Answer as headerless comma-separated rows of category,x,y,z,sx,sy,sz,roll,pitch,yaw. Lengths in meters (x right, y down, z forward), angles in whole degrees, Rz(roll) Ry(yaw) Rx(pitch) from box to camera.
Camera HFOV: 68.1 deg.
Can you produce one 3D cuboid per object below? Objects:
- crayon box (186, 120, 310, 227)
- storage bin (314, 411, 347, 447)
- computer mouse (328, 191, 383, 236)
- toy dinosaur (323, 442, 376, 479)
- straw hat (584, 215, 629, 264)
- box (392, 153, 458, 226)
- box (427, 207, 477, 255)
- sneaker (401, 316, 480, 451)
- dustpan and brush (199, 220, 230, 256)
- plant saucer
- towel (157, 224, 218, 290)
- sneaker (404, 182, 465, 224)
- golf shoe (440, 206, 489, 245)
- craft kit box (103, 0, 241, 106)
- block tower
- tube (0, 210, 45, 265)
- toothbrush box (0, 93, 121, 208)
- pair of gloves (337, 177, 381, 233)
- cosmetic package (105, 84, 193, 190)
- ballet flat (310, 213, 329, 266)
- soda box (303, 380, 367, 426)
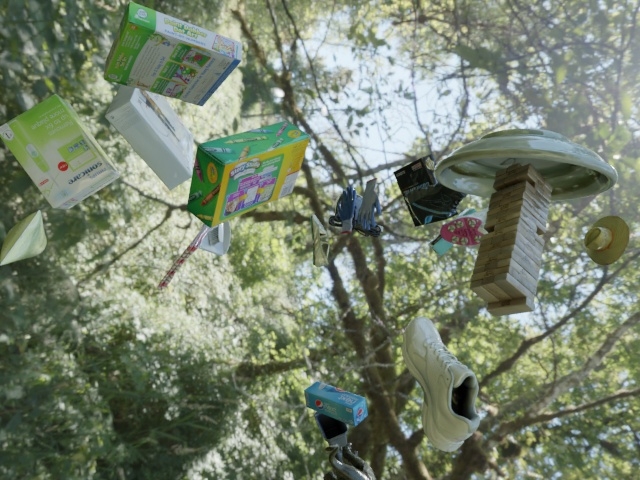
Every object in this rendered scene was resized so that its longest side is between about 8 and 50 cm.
crayon box,-0.155,-0.154,1.055,0.081,0.278,0.165,38,-51,19
storage bin,0.047,0.635,1.585,0.135,0.098,0.091,-131,-155,-61
computer mouse,0.121,-0.111,1.685,0.272,0.189,0.072,-93,-161,-64
toy dinosaur,0.080,0.523,1.009,0.160,0.121,0.313,43,-38,41
straw hat,0.763,-0.005,1.302,0.144,0.061,0.144,-174,-90,-73
box,0.474,-0.223,2.183,0.293,0.073,0.295,66,-18,-3
box,0.591,-0.040,2.091,0.060,0.244,0.100,47,4,-4
sneaker,0.216,0.225,0.808,0.115,0.091,0.232,-55,-141,45
dustpan and brush,-0.342,-0.064,1.604,0.147,0.060,0.211,30,56,-62
plant saucer,0.482,-0.185,1.138,0.400,0.401,0.100,171,-71,-73
towel,-0.350,0.039,1.248,0.197,0.029,0.144,-45,-167,30
sneaker,0.462,-0.161,1.674,0.341,0.125,0.139,-23,-91,51
golf shoe,0.597,-0.060,1.773,0.140,0.307,0.115,-82,161,-72
craft kit box,-0.346,-0.414,1.097,0.250,0.247,0.060,-19,-109,53
block tower,0.399,-0.013,0.983,0.091,0.097,0.335,-24,-143,52
tube,-0.485,-0.003,0.777,0.240,0.062,0.070,-1,-81,60
toothbrush box,-0.803,-0.268,1.469,0.283,0.206,0.122,57,-7,-7
pair of gloves,0.114,-0.100,1.436,0.198,0.023,0.159,-15,-116,53
cosmetic package,-0.536,-0.368,1.542,0.284,0.098,0.377,58,6,-35
ballet flat,0.000,0.000,1.435,0.057,0.053,0.168,65,20,-72
soda box,0.047,0.528,1.544,0.210,0.071,0.067,6,-71,41
